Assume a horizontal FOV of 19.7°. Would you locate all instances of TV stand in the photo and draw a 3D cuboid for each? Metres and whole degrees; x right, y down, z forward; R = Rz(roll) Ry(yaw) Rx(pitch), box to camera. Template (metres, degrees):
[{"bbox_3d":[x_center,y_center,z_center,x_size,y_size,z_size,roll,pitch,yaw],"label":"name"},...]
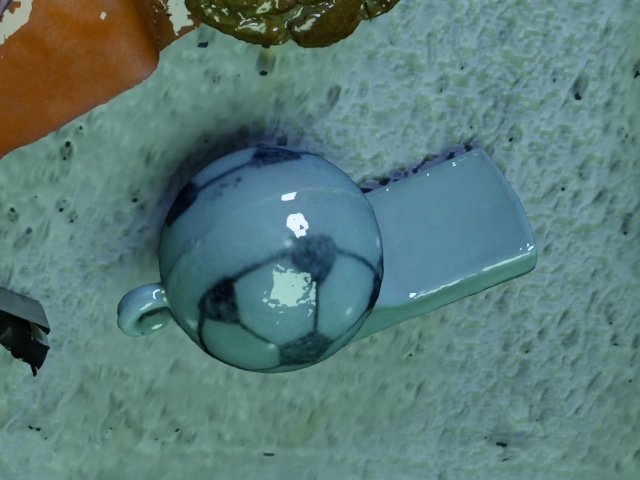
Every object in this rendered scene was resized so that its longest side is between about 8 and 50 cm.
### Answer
[{"bbox_3d":[-0.287,0.026,1.203,0.249,0.036,0.042,25,110,-30],"label":"TV stand"}]

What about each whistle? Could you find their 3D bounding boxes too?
[{"bbox_3d":[0.000,0.000,1.223,0.290,0.163,0.163,-22,125,-7],"label":"whistle"}]

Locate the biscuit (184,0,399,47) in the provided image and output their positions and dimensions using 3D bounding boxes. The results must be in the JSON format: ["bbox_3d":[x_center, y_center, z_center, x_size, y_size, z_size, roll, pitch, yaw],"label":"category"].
[{"bbox_3d":[-0.011,-0.220,1.111,0.226,0.042,0.226,-12,112,-33],"label":"biscuit"}]

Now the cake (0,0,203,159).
[{"bbox_3d":[-0.206,-0.105,1.115,0.287,0.098,0.135,-38,134,-2],"label":"cake"}]
